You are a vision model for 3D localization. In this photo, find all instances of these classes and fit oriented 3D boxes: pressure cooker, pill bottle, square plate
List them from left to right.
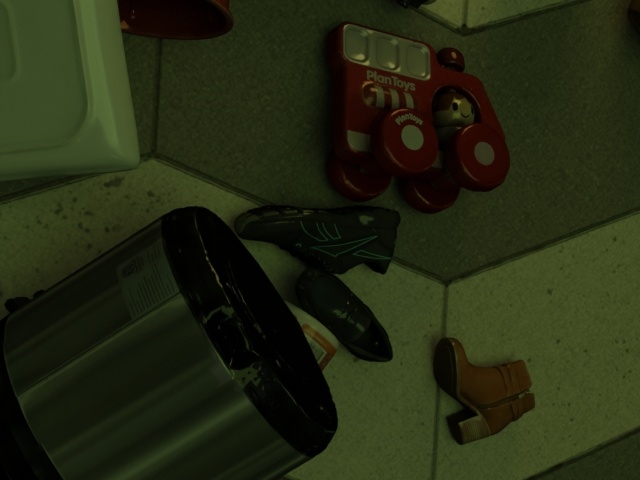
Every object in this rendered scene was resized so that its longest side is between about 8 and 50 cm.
[{"bbox_3d":[-0.408,-0.236,1.464,0.347,0.049,0.344,-5,99,11],"label":"square plate"},{"bbox_3d":[-0.237,0.197,1.552,0.420,0.370,0.375,-32,99,6],"label":"pressure cooker"},{"bbox_3d":[-0.079,0.203,1.786,0.121,0.121,0.216,41,78,-22],"label":"pill bottle"}]

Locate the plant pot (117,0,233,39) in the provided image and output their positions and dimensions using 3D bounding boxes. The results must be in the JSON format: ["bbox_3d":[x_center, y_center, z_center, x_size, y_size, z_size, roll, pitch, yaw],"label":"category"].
[{"bbox_3d":[-0.226,-0.433,1.597,0.272,0.272,0.265,12,82,-25],"label":"plant pot"}]

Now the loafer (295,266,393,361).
[{"bbox_3d":[0.041,0.113,1.821,0.076,0.078,0.223,-54,134,-14],"label":"loafer"}]

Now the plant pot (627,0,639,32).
[{"bbox_3d":[0.639,-0.432,2.014,0.237,0.237,0.254,42,92,-22],"label":"plant pot"}]

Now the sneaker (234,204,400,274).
[{"bbox_3d":[0.000,0.000,1.815,0.267,0.101,0.106,1,97,-24],"label":"sneaker"}]

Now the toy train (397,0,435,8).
[{"bbox_3d":[0.073,-0.481,1.793,0.334,0.142,0.190,26,96,-26],"label":"toy train"}]

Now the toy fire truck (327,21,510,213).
[{"bbox_3d":[0.150,-0.189,1.845,0.302,0.169,0.254,9,73,-26],"label":"toy fire truck"}]

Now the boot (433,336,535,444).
[{"bbox_3d":[0.268,0.222,1.975,0.152,0.073,0.197,-21,115,-20],"label":"boot"}]
